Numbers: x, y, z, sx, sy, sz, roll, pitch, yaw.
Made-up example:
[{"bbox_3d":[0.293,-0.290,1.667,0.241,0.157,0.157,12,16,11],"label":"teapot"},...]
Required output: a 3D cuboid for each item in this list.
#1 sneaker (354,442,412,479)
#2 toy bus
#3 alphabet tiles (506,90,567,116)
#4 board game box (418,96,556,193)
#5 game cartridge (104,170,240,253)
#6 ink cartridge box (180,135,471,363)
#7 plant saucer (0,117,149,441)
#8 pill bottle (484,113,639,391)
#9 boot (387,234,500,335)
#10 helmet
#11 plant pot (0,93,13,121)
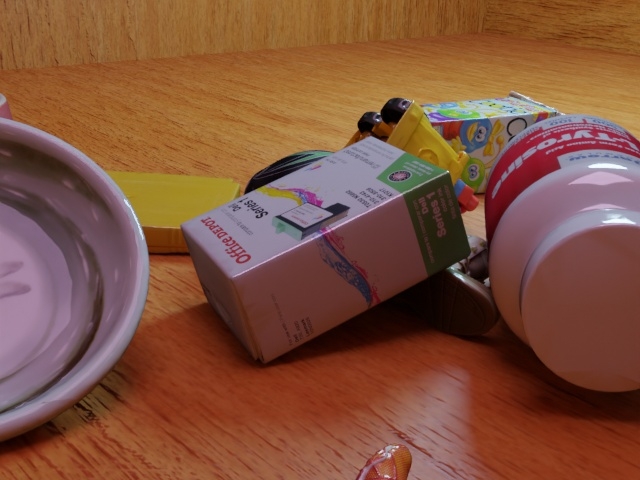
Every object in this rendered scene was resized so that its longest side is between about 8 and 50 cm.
[{"bbox_3d":[0.043,0.218,0.700,0.067,0.064,0.175,26,30,9],"label":"sneaker"},{"bbox_3d":[0.135,-0.098,1.440,0.211,0.149,0.220,35,-15,-16],"label":"toy bus"},{"bbox_3d":[0.508,-0.222,1.816,0.284,0.021,0.278,32,10,30],"label":"alphabet tiles"},{"bbox_3d":[0.270,-0.172,1.673,0.275,0.142,0.144,-8,22,-25],"label":"board game box"},{"bbox_3d":[-0.297,-0.047,1.432,0.323,0.053,0.285,4,19,1],"label":"game cartridge"},{"bbox_3d":[0.000,0.000,1.082,0.278,0.117,0.201,-26,27,-15],"label":"ink cartridge box"},{"bbox_3d":[-0.380,0.043,0.933,0.400,0.101,0.401,10,51,-12],"label":"plant saucer"},{"bbox_3d":[0.304,0.002,1.050,0.229,0.229,0.408,4,19,7],"label":"pill bottle"},{"bbox_3d":[0.172,0.047,1.153,0.165,0.077,0.213,-12,23,-40],"label":"boot"},{"bbox_3d":[-0.008,-0.049,1.280,0.161,0.170,0.169,-4,13,35],"label":"helmet"},{"bbox_3d":[-0.477,-0.053,1.135,0.274,0.243,0.275,2,20,-1],"label":"plant pot"}]
